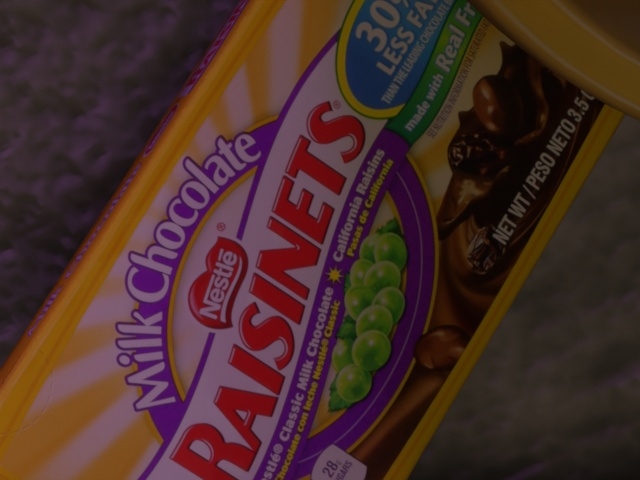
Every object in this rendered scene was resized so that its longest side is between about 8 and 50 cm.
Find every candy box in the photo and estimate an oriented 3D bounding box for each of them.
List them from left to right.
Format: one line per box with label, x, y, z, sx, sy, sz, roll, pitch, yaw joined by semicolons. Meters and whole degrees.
candy box;0.000;0.000;0.522;0.105;0.027;0.206;33;80;-11

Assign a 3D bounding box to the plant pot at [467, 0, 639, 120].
plant pot;0.132;-0.125;0.389;0.254;0.239;0.254;-1;106;-5
